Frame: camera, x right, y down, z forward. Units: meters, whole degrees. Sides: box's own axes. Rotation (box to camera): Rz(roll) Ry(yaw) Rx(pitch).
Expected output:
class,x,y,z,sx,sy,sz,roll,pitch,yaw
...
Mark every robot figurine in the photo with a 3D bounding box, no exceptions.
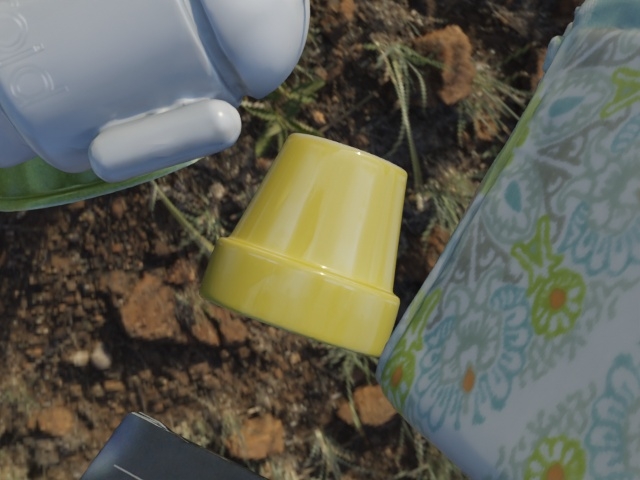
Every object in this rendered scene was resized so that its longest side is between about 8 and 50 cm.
class,x,y,z,sx,sy,sz,roll,pitch,yaw
robot figurine,-0.160,-0.186,0.897,0.353,0.300,0.200,-22,157,6

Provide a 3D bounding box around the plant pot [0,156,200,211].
class,x,y,z,sx,sy,sz,roll,pitch,yaw
plant pot,-0.267,-0.197,1.127,0.276,0.276,0.254,-16,106,-7

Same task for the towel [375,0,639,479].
class,x,y,z,sx,sy,sz,roll,pitch,yaw
towel,0.197,0.019,0.581,0.090,0.374,0.321,27,93,-25

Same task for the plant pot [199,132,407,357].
class,x,y,z,sx,sy,sz,roll,pitch,yaw
plant pot,0.000,0.000,1.333,0.254,0.254,0.239,20,88,-27

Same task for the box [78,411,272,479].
class,x,y,z,sx,sy,sz,roll,pitch,yaw
box,-0.088,0.358,0.639,0.395,0.293,0.212,-56,142,-24
